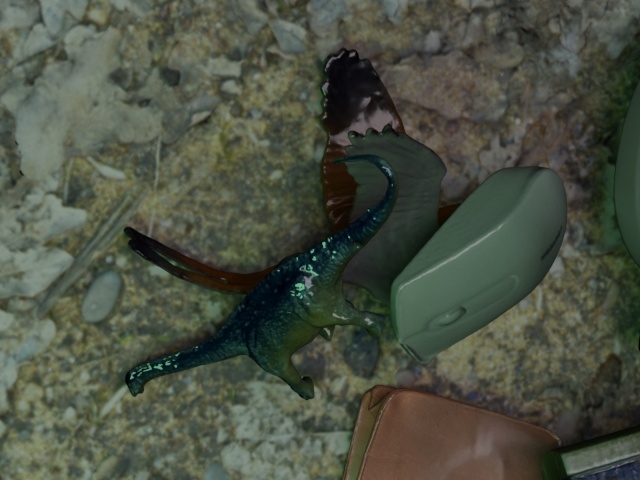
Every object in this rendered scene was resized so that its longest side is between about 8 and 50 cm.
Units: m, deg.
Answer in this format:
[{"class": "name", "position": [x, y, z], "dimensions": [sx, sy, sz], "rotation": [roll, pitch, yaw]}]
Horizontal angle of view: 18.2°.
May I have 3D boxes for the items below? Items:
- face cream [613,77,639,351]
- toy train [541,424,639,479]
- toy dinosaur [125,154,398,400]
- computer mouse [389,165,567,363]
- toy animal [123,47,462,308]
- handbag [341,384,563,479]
[{"class": "face cream", "position": [0.444, -0.048, 2.022], "dimensions": [0.312, 0.219, 0.357], "rotation": [5, 93, -22]}, {"class": "toy train", "position": [0.373, 0.265, 1.956], "dimensions": [0.299, 0.131, 0.202], "rotation": [-15, 74, -8]}, {"class": "toy dinosaur", "position": [-0.022, 0.063, 1.855], "dimensions": [0.147, 0.076, 0.363], "rotation": [28, 125, -32]}, {"class": "computer mouse", "position": [0.157, 0.023, 1.892], "dimensions": [0.231, 0.079, 0.128], "rotation": [-47, 142, -17]}, {"class": "toy animal", "position": [0.016, 0.014, 1.920], "dimensions": [0.284, 0.225, 0.302], "rotation": [-39, 116, 4]}, {"class": "handbag", "position": [0.130, 0.240, 1.999], "dimensions": [0.212, 0.059, 0.157], "rotation": [18, 85, -20]}]
